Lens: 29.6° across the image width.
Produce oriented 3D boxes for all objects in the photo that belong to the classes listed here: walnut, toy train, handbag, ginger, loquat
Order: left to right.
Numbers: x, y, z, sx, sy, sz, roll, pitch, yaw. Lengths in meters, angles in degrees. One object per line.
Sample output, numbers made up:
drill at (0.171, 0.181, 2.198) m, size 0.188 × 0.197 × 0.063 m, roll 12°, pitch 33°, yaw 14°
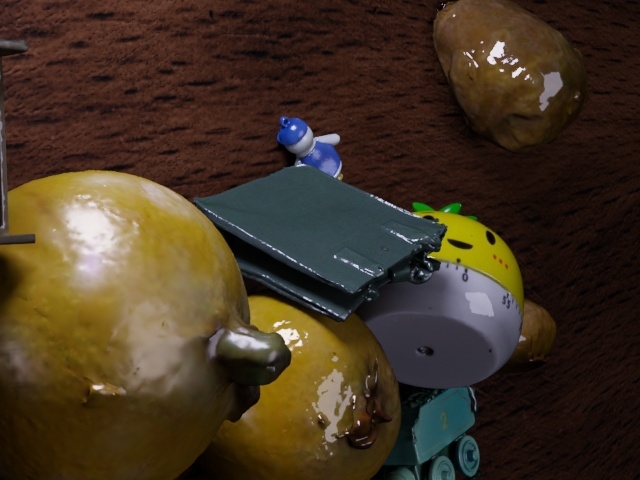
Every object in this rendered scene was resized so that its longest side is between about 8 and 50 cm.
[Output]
loquat at (-0.196, 0.096, 1.165) m, size 0.328 × 0.359 × 0.328 m, roll 6°, pitch 90°, yaw -65°
loquat at (-0.031, 0.198, 1.463) m, size 0.275 × 0.275 × 0.275 m, roll -1°, pitch 91°, yaw -54°
handbag at (0.000, -0.002, 1.499) m, size 0.247 × 0.260 × 0.079 m, roll -26°, pitch 133°, yaw -53°
toy train at (0.161, 0.306, 1.856) m, size 0.203 × 0.112 × 0.163 m, roll -23°, pitch 101°, yaw -54°
walnut at (0.324, 0.162, 2.055) m, size 0.245 × 0.137 × 0.137 m, roll 5°, pitch 86°, yaw -46°
ginger at (0.317, -0.274, 1.975) m, size 0.200 × 0.223 × 0.269 m, roll -48°, pitch 129°, yaw -38°

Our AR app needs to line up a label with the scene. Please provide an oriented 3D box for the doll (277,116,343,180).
doll at (-0.016, -0.119, 1.652) m, size 0.099 × 0.058 × 0.143 m, roll -52°, pitch 132°, yaw -13°

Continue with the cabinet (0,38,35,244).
cabinet at (-0.371, -0.079, 1.028) m, size 0.148 × 0.215 × 0.174 m, roll -4°, pitch 93°, yaw -54°

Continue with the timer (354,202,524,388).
timer at (0.167, 0.049, 1.746) m, size 0.285 × 0.285 × 0.285 m, roll -1°, pitch 91°, yaw -54°
